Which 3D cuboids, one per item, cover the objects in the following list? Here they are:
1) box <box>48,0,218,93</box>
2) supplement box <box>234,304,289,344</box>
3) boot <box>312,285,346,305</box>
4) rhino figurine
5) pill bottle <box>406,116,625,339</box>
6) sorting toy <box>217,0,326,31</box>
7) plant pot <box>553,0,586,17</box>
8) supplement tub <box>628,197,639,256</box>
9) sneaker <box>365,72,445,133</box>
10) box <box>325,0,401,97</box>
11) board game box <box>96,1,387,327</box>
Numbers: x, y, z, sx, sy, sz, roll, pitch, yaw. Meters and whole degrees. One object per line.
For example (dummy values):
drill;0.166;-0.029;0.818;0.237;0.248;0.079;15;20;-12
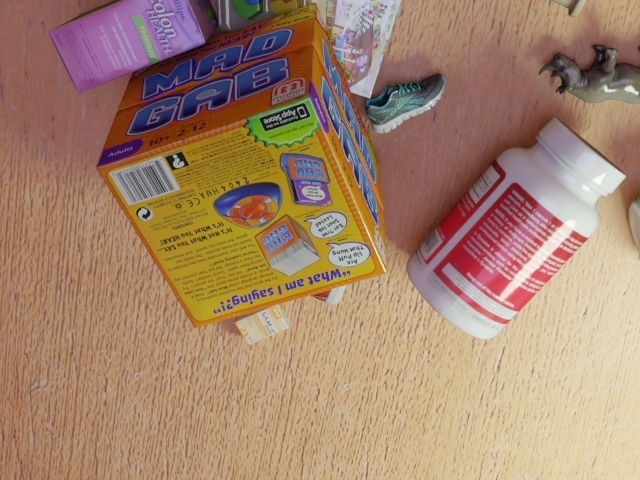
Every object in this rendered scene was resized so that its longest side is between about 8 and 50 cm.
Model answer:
box;-0.322;-0.376;1.651;0.243;0.213;0.117;-21;109;8
supplement box;-0.123;0.171;1.958;0.098;0.036;0.062;-25;110;9
boot;0.000;0.000;1.866;0.176;0.088;0.244;24;113;-7
rhino figurine;0.531;-0.310;1.744;0.243;0.073;0.106;1;108;2
pill bottle;0.372;-0.026;1.773;0.229;0.229;0.407;36;108;-13
sorting toy;-0.094;-0.470;1.663;0.208;0.038;0.192;4;105;21
plant pot;0.328;-0.571;1.536;0.306;0.334;0.333;17;111;6
supplement tub;0.786;-0.033;1.778;0.338;0.207;0.207;-19;110;7
sneaker;0.157;-0.270;1.757;0.166;0.065;0.076;-33;130;11
box;0.039;-0.431;1.708;0.201;0.057;0.293;16;111;-5
board game box;-0.114;-0.131;1.612;0.357;0.356;0.356;-17;124;13
